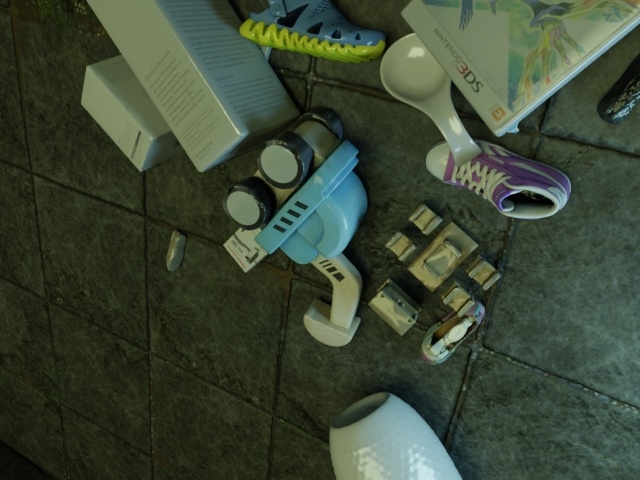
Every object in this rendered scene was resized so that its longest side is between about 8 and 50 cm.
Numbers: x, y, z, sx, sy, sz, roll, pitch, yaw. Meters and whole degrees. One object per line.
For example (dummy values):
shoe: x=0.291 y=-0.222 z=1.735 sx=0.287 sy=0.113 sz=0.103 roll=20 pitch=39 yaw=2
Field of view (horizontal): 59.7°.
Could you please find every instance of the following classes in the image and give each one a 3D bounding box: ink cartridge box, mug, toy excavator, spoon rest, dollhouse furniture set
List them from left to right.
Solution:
ink cartridge box: x=-0.173 y=0.005 z=1.443 sx=0.099 sy=0.056 sz=0.135 roll=50 pitch=125 yaw=2
toy excavator: x=0.000 y=0.000 z=1.265 sx=0.445 sy=0.222 sz=0.433 roll=43 pitch=127 yaw=-3
mug: x=0.155 y=0.561 z=1.385 sx=0.328 sy=0.276 sz=0.374 roll=62 pitch=156 yaw=1
dollhouse furniture set: x=0.230 y=0.071 z=1.214 sx=0.212 sy=0.161 sz=0.242 roll=43 pitch=103 yaw=7
spoon rest: x=0.209 y=-0.273 z=1.044 sx=0.137 sy=0.084 sz=0.277 roll=-31 pitch=73 yaw=15

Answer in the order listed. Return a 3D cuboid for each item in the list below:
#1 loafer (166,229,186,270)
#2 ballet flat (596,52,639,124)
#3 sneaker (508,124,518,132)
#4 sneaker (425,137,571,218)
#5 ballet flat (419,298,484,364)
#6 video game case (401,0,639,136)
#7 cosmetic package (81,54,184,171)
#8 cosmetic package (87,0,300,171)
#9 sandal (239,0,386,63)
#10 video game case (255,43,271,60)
loafer: x=-0.420 y=0.029 z=1.612 sx=0.039 sy=0.045 sz=0.125 roll=39 pitch=120 yaw=31
ballet flat: x=0.535 y=-0.269 z=0.926 sx=0.049 sy=0.058 sz=0.173 roll=18 pitch=130 yaw=-25
sneaker: x=0.383 y=-0.298 z=0.985 sx=0.086 sy=0.085 sz=0.237 roll=20 pitch=119 yaw=-26
sneaker: x=0.315 y=-0.118 z=1.042 sx=0.281 sy=0.161 sz=0.102 roll=17 pitch=120 yaw=25
ballet flat: x=0.284 y=0.217 z=1.252 sx=0.077 sy=0.079 sz=0.222 roll=41 pitch=125 yaw=8
video game case: x=0.336 y=-0.393 z=0.921 sx=0.329 sy=0.036 sz=0.300 roll=-41 pitch=73 yaw=29
cosmetic package: x=-0.395 y=-0.321 z=1.318 sx=0.225 sy=0.224 sz=0.138 roll=49 pitch=140 yaw=4
cosmetic package: x=-0.270 y=-0.398 z=1.195 sx=0.161 sy=0.230 sz=0.454 roll=-31 pitch=93 yaw=37
sandal: x=-0.015 y=-0.444 z=1.124 sx=0.317 sy=0.126 sz=0.138 roll=19 pitch=102 yaw=17
video game case: x=-0.209 y=-0.413 z=1.308 sx=0.173 sy=0.022 sz=0.191 roll=33 pitch=124 yaw=14
